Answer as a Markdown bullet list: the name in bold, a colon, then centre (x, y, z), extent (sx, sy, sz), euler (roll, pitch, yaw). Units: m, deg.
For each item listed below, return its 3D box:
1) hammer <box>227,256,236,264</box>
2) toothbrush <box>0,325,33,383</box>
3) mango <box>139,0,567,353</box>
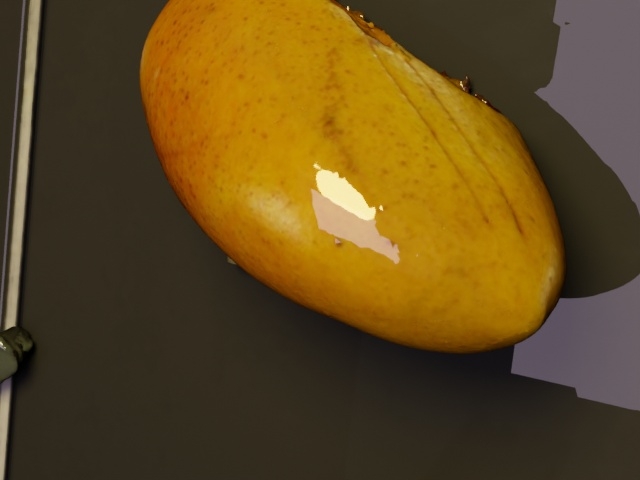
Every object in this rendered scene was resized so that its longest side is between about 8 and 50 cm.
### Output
- **hammer**: centre (0.000, 0.000, 0.620), extent (0.110, 0.019, 0.036), euler (7, 98, 24)
- **toothbrush**: centre (-0.297, 0.129, 0.776), extent (0.297, 0.030, 0.030), euler (-31, 99, 27)
- **mango**: centre (0.013, -0.037, 0.543), extent (0.252, 0.153, 0.126), euler (45, 120, 31)
